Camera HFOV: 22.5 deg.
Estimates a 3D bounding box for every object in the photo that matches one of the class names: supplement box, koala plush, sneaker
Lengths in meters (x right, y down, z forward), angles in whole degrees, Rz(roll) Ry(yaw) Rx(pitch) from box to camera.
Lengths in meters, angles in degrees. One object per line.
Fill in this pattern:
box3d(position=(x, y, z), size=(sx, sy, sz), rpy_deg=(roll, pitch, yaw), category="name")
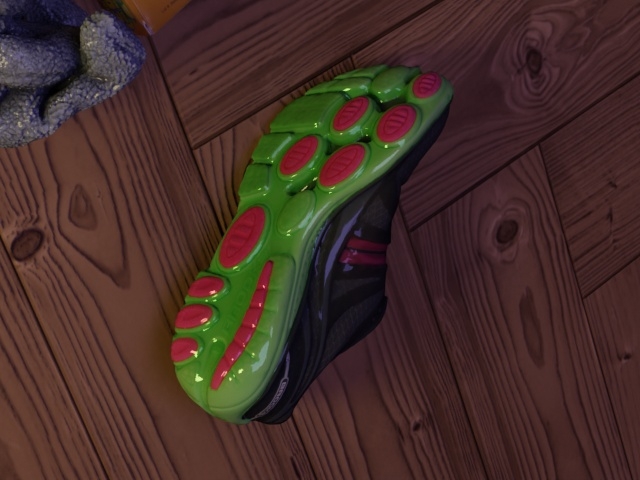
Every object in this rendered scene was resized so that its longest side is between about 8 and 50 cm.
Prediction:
box3d(position=(-0.140, -0.321, 1.739), size=(0.233, 0.080, 0.078), rpy_deg=(-46, 123, -24), category="supplement box")
box3d(position=(-0.320, -0.218, 1.550), size=(0.203, 0.196, 0.221), rpy_deg=(-38, 125, -15), category="koala plush")
box3d(position=(0.000, 0.000, 1.880), size=(0.483, 0.185, 0.202), rpy_deg=(-57, 145, -11), category="sneaker")
